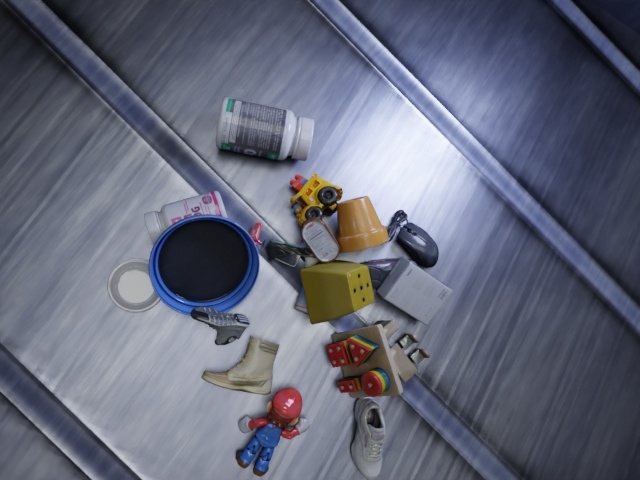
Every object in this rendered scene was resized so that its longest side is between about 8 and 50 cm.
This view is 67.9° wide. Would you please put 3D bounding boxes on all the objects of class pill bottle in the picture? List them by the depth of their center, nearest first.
[{"bbox_3d":[-0.499,-0.075,1.783,0.283,0.160,0.160,-18,85,-13],"label":"pill bottle"},{"bbox_3d":[-0.036,0.208,1.866,0.087,0.087,0.160,21,78,-7],"label":"pill bottle"},{"bbox_3d":[-0.218,-0.431,1.877,0.361,0.204,0.204,9,79,-9],"label":"pill bottle"}]

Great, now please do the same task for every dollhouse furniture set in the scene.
[{"bbox_3d":[0.289,0.438,1.855,0.212,0.161,0.242,-37,89,-15],"label":"dollhouse furniture set"}]

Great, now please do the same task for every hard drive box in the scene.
[{"bbox_3d":[0.376,0.201,1.896,0.232,0.089,0.181,34,96,-19],"label":"hard drive box"}]

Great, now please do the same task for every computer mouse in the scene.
[{"bbox_3d":[0.396,0.003,1.981,0.272,0.072,0.188,41,61,-5],"label":"computer mouse"}]

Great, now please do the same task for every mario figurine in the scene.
[{"bbox_3d":[-0.174,0.691,1.763,0.198,0.170,0.320,36,85,-41],"label":"mario figurine"}]

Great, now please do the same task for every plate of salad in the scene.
[{"bbox_3d":[-0.683,0.166,1.764,0.200,0.048,0.199,0,89,-17],"label":"plate of salad"}]

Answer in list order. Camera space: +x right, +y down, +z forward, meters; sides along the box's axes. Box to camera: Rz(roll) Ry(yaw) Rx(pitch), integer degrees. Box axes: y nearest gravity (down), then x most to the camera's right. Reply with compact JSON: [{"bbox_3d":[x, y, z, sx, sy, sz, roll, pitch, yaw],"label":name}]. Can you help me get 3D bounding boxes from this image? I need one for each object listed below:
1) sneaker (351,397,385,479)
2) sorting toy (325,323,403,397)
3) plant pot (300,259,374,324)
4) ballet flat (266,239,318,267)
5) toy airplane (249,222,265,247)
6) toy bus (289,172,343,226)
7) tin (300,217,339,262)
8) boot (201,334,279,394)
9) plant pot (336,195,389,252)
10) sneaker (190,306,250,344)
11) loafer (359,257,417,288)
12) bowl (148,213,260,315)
[{"bbox_3d":[0.184,0.749,1.787,0.114,0.152,0.304,-1,82,-14],"label":"sneaker"},{"bbox_3d":[0.148,0.464,1.769,0.089,0.256,0.257,-12,82,-44],"label":"sorting toy"},{"bbox_3d":[0.077,0.184,1.781,0.212,0.187,0.212,-14,94,-51],"label":"plant pot"},{"bbox_3d":[-0.076,0.059,1.888,0.281,0.095,0.096,7,89,0],"label":"ballet flat"},{"bbox_3d":[-0.293,-0.008,1.881,0.151,0.028,0.151,2,79,-11],"label":"toy airplane"},{"bbox_3d":[-0.048,-0.160,1.906,0.211,0.149,0.220,36,78,10],"label":"toy bus"},{"bbox_3d":[0.000,0.000,1.812,0.106,0.040,0.189,-35,104,1],"label":"tin"},{"bbox_3d":[-0.293,0.452,1.769,0.262,0.095,0.203,14,79,-11],"label":"boot"},{"bbox_3d":[0.148,-0.071,1.870,0.205,0.205,0.187,-17,98,-14],"label":"plant pot"},{"bbox_3d":[-0.383,0.328,1.748,0.229,0.086,0.132,18,109,-30],"label":"sneaker"},{"bbox_3d":[0.242,0.126,1.949,0.303,0.095,0.109,-7,112,-8],"label":"loafer"},{"bbox_3d":[-0.420,0.088,1.735,0.392,0.077,0.390,-6,110,-17],"label":"bowl"}]
